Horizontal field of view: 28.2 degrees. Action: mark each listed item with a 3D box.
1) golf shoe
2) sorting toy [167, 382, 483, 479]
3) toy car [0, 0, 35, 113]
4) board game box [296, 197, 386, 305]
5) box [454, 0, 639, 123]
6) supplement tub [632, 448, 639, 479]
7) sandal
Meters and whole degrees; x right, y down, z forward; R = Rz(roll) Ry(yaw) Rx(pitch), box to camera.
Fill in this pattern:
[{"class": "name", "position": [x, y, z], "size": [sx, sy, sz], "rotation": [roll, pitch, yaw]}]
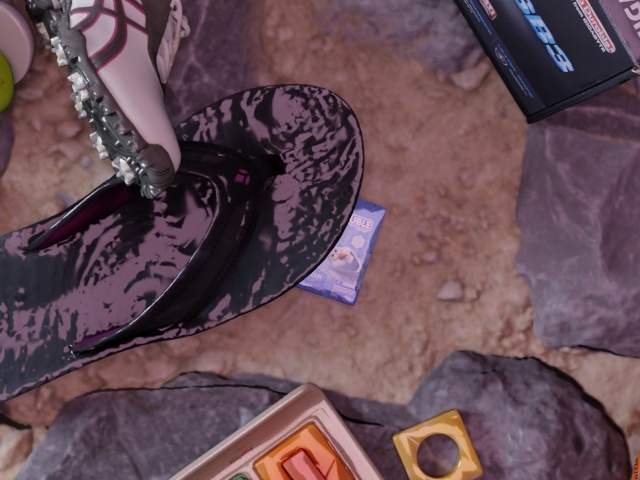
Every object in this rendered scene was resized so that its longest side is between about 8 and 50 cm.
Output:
[{"class": "golf shoe", "position": [-0.151, -0.155, 0.985], "size": [0.120, 0.105, 0.273], "rotation": [-22, 58, -11]}, {"class": "sorting toy", "position": [-0.022, 0.246, 1.068], "size": [0.347, 0.047, 0.196], "rotation": [-35, 92, -5]}, {"class": "toy car", "position": [-0.332, -0.147, 1.011], "size": [0.182, 0.159, 0.136], "rotation": [41, 121, -3]}, {"class": "board game box", "position": [0.000, 0.000, 1.087], "size": [0.090, 0.020, 0.090], "rotation": [18, 86, -4]}, {"class": "box", "position": [0.146, -0.244, 0.967], "size": [0.073, 0.293, 0.296], "rotation": [-31, 93, -4]}, {"class": "supplement tub", "position": [0.369, 0.213, 0.958], "size": [0.207, 0.338, 0.207], "rotation": [0, 90, -5]}, {"class": "sandal", "position": [-0.156, 0.018, 1.021], "size": [0.445, 0.107, 0.168], "rotation": [-29, 89, -3]}]
